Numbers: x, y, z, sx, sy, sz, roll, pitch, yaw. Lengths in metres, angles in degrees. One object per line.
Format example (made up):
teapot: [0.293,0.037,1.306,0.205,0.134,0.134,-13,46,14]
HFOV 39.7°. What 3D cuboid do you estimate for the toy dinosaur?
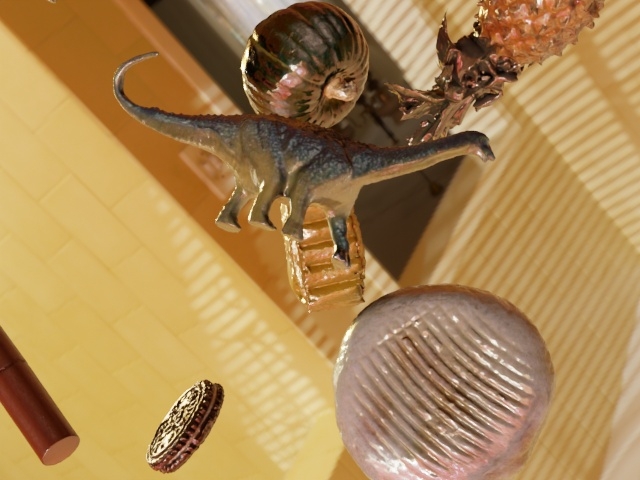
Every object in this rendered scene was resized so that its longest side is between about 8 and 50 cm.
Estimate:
toy dinosaur: [-0.031,-0.065,0.805,0.076,0.363,0.147,76,27,-72]

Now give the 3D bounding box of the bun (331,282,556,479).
bun: [0.197,0.235,1.424,0.362,0.362,0.211,-40,167,12]

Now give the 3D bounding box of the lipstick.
lipstick: [-0.428,0.143,1.155,0.057,0.357,0.057,-34,152,-21]

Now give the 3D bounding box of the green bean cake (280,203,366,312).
green bean cake: [0.000,0.000,1.556,0.131,0.230,0.224,-10,-168,-5]

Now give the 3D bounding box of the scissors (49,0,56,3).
scissors: [-0.608,-0.604,1.816,0.138,0.289,0.041,-4,-126,29]

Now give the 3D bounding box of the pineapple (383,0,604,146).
pineapple: [0.218,-0.249,1.193,0.364,0.165,0.165,-46,-171,38]

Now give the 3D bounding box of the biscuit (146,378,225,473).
biscuit: [-0.246,0.337,1.617,0.194,0.053,0.194,-47,-165,17]

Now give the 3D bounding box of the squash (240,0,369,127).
squash: [-0.023,-0.266,1.376,0.218,0.172,0.218,-20,158,-9]
